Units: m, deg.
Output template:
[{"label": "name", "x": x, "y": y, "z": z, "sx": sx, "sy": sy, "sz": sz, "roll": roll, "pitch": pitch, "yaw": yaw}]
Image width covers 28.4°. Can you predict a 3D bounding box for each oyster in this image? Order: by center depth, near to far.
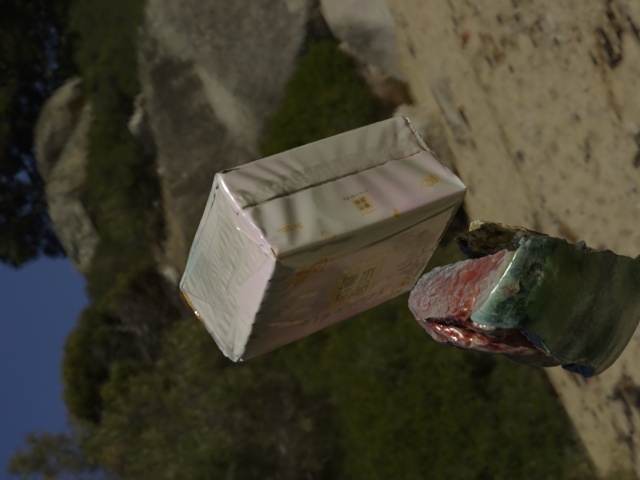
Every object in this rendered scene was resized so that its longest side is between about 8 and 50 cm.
[{"label": "oyster", "x": 0.224, "y": 0.038, "z": 1.398, "sx": 0.053, "sy": 0.165, "sz": 0.108, "roll": -44, "pitch": -28, "yaw": -56}]

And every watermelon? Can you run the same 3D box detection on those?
[{"label": "watermelon", "x": 0.119, "y": 0.044, "z": 0.742, "sx": 0.187, "sy": 0.139, "sz": 0.071, "roll": 13, "pitch": -103, "yaw": -55}]

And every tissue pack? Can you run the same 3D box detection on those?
[{"label": "tissue pack", "x": 0.000, "y": 0.000, "z": 1.232, "sx": 0.124, "sy": 0.225, "sz": 0.185, "roll": 54, "pitch": 145, "yaw": 25}]
